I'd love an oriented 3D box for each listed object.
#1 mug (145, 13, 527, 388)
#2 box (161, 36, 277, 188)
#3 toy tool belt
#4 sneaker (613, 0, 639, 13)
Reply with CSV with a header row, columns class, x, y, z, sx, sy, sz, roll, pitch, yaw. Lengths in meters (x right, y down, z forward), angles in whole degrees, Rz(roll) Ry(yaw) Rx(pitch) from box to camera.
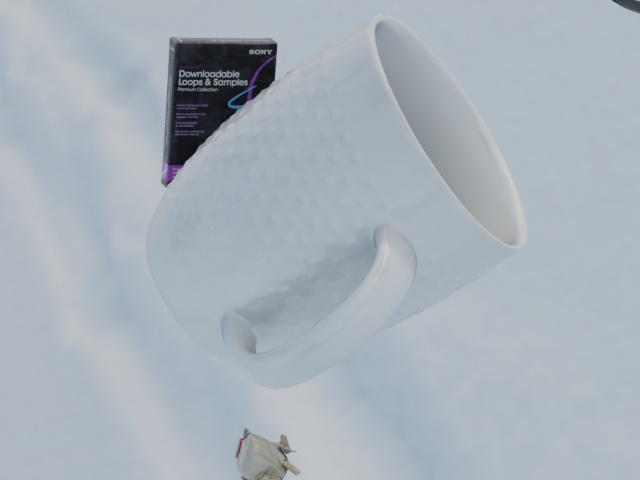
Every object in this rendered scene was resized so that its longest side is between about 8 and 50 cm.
class,x,y,z,sx,sy,sz,roll,pitch,yaw
mug,0.000,0.000,1.969,0.328,0.276,0.374,-32,29,19
box,-0.108,-0.136,2.120,0.029,0.116,0.162,-141,52,-63
toy tool belt,-0.046,0.194,1.744,0.083,0.051,0.052,-168,94,-82
sneaker,0.325,-0.199,1.599,0.108,0.272,0.100,-45,55,47
